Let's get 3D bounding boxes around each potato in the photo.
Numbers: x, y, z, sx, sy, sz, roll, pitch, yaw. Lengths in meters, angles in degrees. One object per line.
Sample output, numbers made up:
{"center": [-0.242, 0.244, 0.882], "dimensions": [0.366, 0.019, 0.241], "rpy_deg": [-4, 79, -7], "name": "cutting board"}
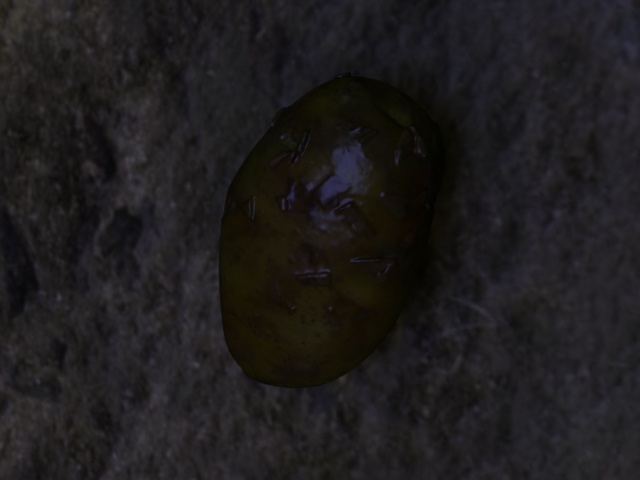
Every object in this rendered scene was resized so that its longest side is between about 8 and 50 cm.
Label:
{"center": [0.000, 0.000, 1.423], "dimensions": [0.176, 0.141, 0.298], "rpy_deg": [40, 118, 33], "name": "potato"}
